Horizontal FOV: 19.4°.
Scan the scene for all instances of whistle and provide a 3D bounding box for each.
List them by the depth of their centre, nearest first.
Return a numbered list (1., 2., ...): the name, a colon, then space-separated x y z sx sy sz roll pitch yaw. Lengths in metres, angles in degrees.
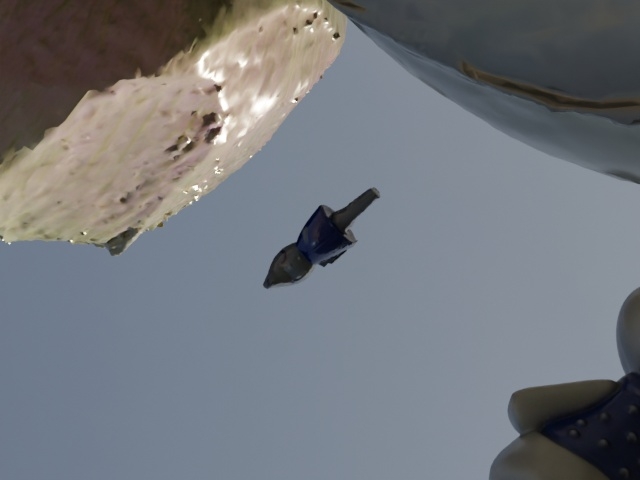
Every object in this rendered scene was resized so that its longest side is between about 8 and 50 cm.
1. whistle: 0.000 0.000 1.030 0.029 0.083 0.033 47 -165 -5

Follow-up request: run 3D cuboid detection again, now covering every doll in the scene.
1. doll: 0.193 0.104 1.110 0.138 0.119 0.293 38 -102 13

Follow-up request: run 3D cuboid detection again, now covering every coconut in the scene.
1. coconut: -0.161 -0.207 1.312 0.404 0.404 0.404 24 -138 -23

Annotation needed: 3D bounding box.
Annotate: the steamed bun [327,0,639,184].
1. steamed bun: 0.139 -0.191 0.449 0.241 0.374 0.374 -2 -124 -49
